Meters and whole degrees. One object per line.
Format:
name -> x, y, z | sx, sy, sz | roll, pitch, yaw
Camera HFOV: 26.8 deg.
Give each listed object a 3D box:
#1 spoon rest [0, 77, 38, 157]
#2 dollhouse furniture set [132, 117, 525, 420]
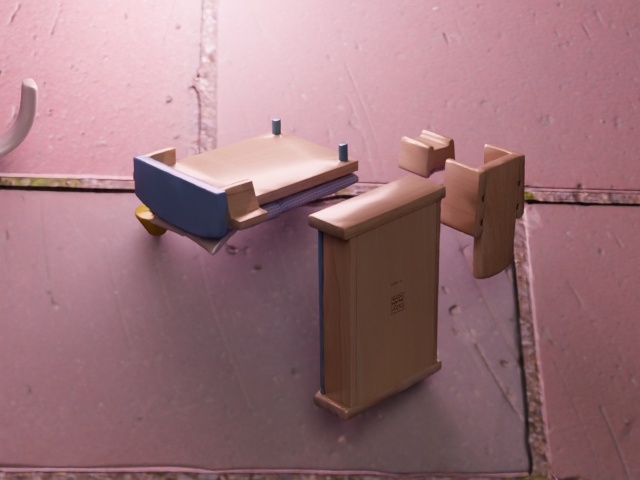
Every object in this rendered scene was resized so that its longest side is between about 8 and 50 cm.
spoon rest -> -0.426, -0.112, 1.369 | 0.276, 0.137, 0.084 | -7, 107, -14
dollhouse furniture set -> 0.000, 0.000, 1.376 | 0.286, 0.198, 0.303 | -22, 33, -39
